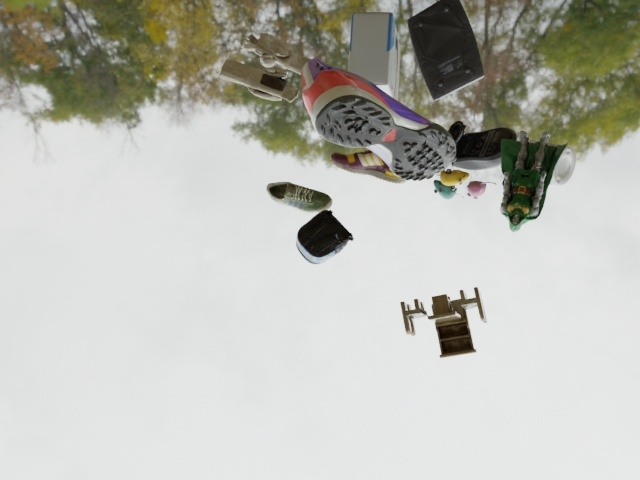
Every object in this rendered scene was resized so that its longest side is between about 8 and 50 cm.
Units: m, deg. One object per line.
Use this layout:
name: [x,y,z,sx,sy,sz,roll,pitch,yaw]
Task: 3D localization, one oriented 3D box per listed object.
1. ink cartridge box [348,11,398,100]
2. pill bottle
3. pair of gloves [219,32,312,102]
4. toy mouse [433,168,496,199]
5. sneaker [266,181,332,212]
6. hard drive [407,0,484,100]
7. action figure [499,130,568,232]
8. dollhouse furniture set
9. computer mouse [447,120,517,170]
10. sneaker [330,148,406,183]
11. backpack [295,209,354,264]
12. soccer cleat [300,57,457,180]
ink cartridge box: [0.178,-0.561,1.907,0.129,0.223,0.307,3,179,12]
pill bottle: [0.635,-0.238,1.776,0.119,0.119,0.208,-29,-149,-25]
pair of gloves: [-0.125,-0.446,1.518,0.204,0.042,0.240,26,-133,-3]
toy mouse: [0.312,-0.114,1.340,0.161,0.143,0.031,7,-109,18]
sneaker: [-0.068,-0.125,1.673,0.192,0.086,0.064,11,-103,26]
hard drive: [0.352,-0.535,1.661,0.172,0.254,0.054,-22,169,33]
action figure: [0.423,-0.119,1.232,0.137,0.063,0.232,6,-115,28]
dollhouse furniture set: [0.361,0.242,1.678,0.212,0.242,0.161,-13,-105,17]
computer mouse: [0.461,-0.263,1.729,0.272,0.072,0.188,10,-116,53]
sneaker: [0.117,-0.192,1.371,0.186,0.083,0.069,15,-161,6]
backpack: [0.000,0.000,1.421,0.114,0.084,0.105,-36,-103,-24]
soccer cleat: [0.098,-0.182,0.914,0.318,0.108,0.116,14,-137,-44]
